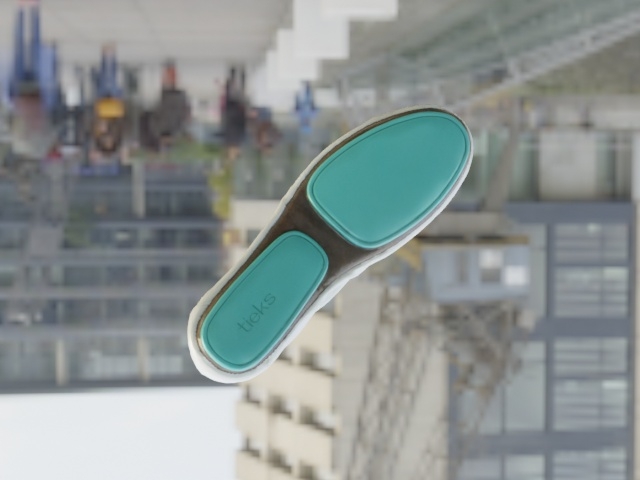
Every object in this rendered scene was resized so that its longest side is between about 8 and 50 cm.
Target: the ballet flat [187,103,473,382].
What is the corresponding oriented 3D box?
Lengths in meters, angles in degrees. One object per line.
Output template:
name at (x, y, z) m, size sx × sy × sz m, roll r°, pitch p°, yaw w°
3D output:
ballet flat at (0.000, 0.000, 1.902) m, size 0.400 × 0.139 × 0.139 m, roll -45°, pitch -163°, yaw -15°
